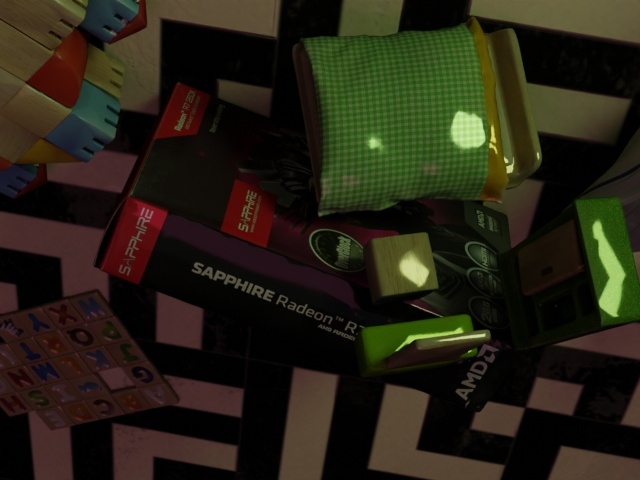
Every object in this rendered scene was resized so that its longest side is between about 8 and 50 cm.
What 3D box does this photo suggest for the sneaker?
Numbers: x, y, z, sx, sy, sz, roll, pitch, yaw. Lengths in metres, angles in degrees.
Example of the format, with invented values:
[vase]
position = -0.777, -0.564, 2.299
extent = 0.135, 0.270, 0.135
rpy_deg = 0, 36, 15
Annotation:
[sneaker]
position = 0.312, -0.063, 1.084
extent = 0.094, 0.091, 0.258
rpy_deg = 22, 152, -16

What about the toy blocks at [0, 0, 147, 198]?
[toy blocks]
position = -0.301, -0.158, 1.075
extent = 0.261, 0.191, 0.381
rpy_deg = 30, 131, -31

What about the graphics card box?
[graphics card box]
position = 0.000, 0.000, 1.092
extent = 0.371, 0.233, 0.094
rpy_deg = 23, 121, -8

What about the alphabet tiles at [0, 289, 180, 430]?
[alphabet tiles]
position = -0.321, 0.156, 1.444
extent = 0.237, 0.009, 0.198
rpy_deg = -15, 127, 22

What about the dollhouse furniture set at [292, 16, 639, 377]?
[dollhouse furniture set]
position = 0.107, -0.058, 0.942
extent = 0.197, 0.302, 0.151
rpy_deg = -6, 167, -16
